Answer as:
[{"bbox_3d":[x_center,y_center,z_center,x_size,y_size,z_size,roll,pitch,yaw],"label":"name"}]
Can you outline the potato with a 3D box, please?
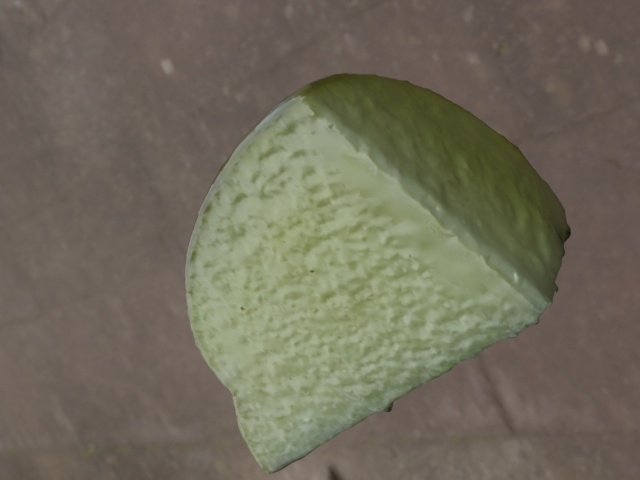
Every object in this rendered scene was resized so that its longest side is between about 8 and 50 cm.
[{"bbox_3d":[0.000,0.000,0.539,0.120,0.081,0.149,43,124,-17],"label":"potato"}]
